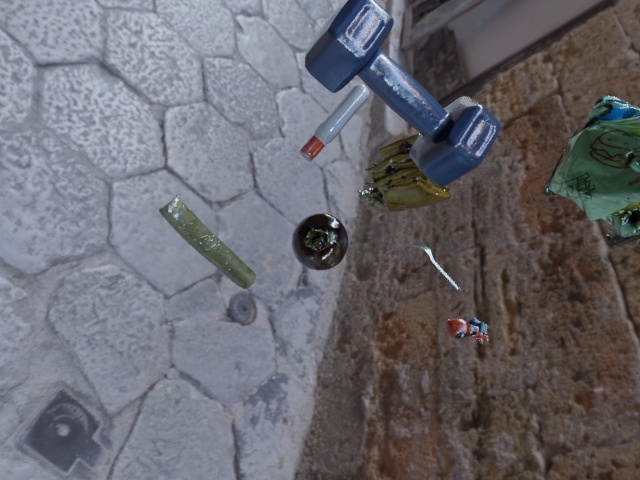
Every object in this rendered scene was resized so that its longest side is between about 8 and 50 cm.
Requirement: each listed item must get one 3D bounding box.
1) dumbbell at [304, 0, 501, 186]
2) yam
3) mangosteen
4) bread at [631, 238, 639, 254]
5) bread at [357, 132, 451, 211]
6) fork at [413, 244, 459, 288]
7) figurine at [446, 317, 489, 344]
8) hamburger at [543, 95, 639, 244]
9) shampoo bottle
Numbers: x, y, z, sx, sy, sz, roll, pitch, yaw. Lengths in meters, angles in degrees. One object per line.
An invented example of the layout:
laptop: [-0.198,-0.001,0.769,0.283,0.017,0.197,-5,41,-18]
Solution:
dumbbell: [0.130,-0.233,0.835,0.325,0.144,0.160,38,20,-18]
yam: [-0.339,0.014,1.601,0.371,0.083,0.083,50,36,-28]
mangosteen: [0.000,0.000,2.046,0.289,0.231,0.231,104,-36,-82]
bread: [0.928,0.027,1.408,0.139,0.074,0.084,35,0,23]
bread: [0.298,-0.207,1.869,0.314,0.370,0.192,13,61,-47]
fork: [0.330,0.063,1.485,0.039,0.021,0.235,-5,31,-22]
figurine: [0.476,0.289,1.715,0.140,0.068,0.075,14,70,-5]
hamburger: [0.630,-0.146,1.090,0.276,0.260,0.150,44,14,19]
shampoo bottle: [0.032,-0.289,1.298,0.051,0.221,0.108,40,-5,-14]
